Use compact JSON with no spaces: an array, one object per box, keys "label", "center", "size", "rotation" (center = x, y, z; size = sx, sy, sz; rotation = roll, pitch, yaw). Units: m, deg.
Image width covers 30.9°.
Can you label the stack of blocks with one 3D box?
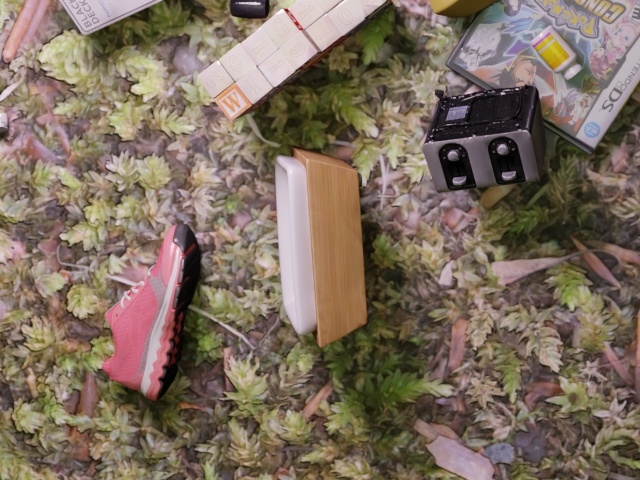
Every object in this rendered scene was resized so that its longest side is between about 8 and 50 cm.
[{"label":"stack of blocks","center":[-0.035,-0.314,1.808],"size":[0.297,0.171,0.087],"rotation":[-36,94,13]}]

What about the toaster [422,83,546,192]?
[{"label":"toaster","center":[0.255,-0.159,1.784],"size":[0.168,0.185,0.110],"rotation":[-6,122,19]}]

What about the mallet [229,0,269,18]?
[{"label":"mallet","center":[-0.119,-0.451,1.867],"size":[0.062,0.039,0.189],"rotation":[-3,95,11]}]

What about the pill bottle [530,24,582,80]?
[{"label":"pill bottle","center":[0.364,-0.287,1.781],"size":[0.043,0.043,0.083],"rotation":[-40,91,13]}]

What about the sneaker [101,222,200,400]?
[{"label":"sneaker","center":[-0.295,0.114,1.957],"size":[0.136,0.116,0.313],"rotation":[16,103,7]}]

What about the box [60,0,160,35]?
[{"label":"box","center":[-0.288,-0.457,1.817],"size":[0.290,0.087,0.169],"rotation":[-19,125,17]}]

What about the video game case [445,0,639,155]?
[{"label":"video game case","center":[0.377,-0.309,1.816],"size":[0.275,0.035,0.248],"rotation":[32,104,1]}]

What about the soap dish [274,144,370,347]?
[{"label":"soap dish","center":[0.000,0.000,1.843],"size":[0.118,0.229,0.290],"rotation":[-5,100,-7]}]

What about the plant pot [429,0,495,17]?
[{"label":"plant pot","center":[0.211,-0.389,1.796],"size":[0.083,0.081,0.081],"rotation":[-36,66,38]}]

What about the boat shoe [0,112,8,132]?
[{"label":"boat shoe","center":[-0.582,-0.201,1.985],"size":[0.100,0.035,0.035],"rotation":[-8,72,14]}]
